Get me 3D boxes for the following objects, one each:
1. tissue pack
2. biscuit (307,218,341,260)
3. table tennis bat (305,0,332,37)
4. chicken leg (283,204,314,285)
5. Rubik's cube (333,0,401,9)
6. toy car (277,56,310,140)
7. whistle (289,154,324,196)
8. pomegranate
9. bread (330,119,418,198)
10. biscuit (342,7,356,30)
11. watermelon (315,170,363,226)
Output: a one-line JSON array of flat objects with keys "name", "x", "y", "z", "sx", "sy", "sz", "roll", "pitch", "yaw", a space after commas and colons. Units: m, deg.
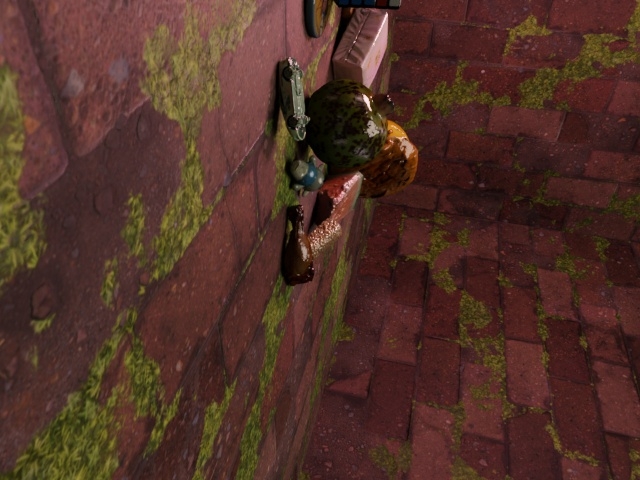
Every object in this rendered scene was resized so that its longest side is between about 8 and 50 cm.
[{"name": "tissue pack", "x": 0.137, "y": -0.633, "z": 1.793, "sx": 0.185, "sy": 0.124, "sz": 0.225, "roll": 67, "pitch": 45, "yaw": -70}, {"name": "biscuit", "x": 0.000, "y": 0.000, "z": 1.746, "sx": 0.168, "sy": 0.070, "sz": 0.082, "roll": -41, "pitch": 143, "yaw": -32}, {"name": "table tennis bat", "x": 0.009, "y": -0.689, "z": 1.354, "sx": 0.215, "sy": 0.044, "sz": 0.329, "roll": -24, "pitch": 125, "yaw": -78}, {"name": "chicken leg", "x": -0.060, "y": 0.032, "z": 1.566, "sx": 0.322, "sy": 0.083, "sz": 0.177, "roll": 81, "pitch": 12, "yaw": -67}, {"name": "Rubik's cube", "x": 0.135, "y": -0.751, "z": 1.481, "sx": 0.187, "sy": 0.184, "sz": 0.182, "roll": -94, "pitch": -173, "yaw": -62}, {"name": "toy car", "x": -0.068, "y": -0.320, "z": 1.207, "sx": 0.093, "sy": 0.058, "sz": 0.186, "roll": -51, "pitch": 137, "yaw": -70}, {"name": "whistle", "x": -0.036, "y": -0.181, "z": 1.473, "sx": 0.114, "sy": 0.077, "sz": 0.236, "roll": -56, "pitch": 168, "yaw": 3}, {"name": "pomegranate", "x": 0.086, "y": -0.332, "z": 1.493, "sx": 0.254, "sy": 0.271, "sz": 0.254, "roll": 51, "pitch": 27, "yaw": -39}, {"name": "bread", "x": 0.194, "y": -0.312, "z": 2.041, "sx": 0.358, "sy": 0.337, "sz": 0.204, "roll": 86, "pitch": -7, "yaw": -60}, {"name": "biscuit", "x": 0.129, "y": -0.827, "z": 1.879, "sx": 0.334, "sy": 0.047, "sz": 0.202, "roll": -55, "pitch": 153, "yaw": -67}, {"name": "watermelon", "x": 0.045, "y": -0.137, "z": 1.893, "sx": 0.256, "sy": 0.140, "sz": 0.193, "roll": -55, "pitch": 159, "yaw": -46}]
